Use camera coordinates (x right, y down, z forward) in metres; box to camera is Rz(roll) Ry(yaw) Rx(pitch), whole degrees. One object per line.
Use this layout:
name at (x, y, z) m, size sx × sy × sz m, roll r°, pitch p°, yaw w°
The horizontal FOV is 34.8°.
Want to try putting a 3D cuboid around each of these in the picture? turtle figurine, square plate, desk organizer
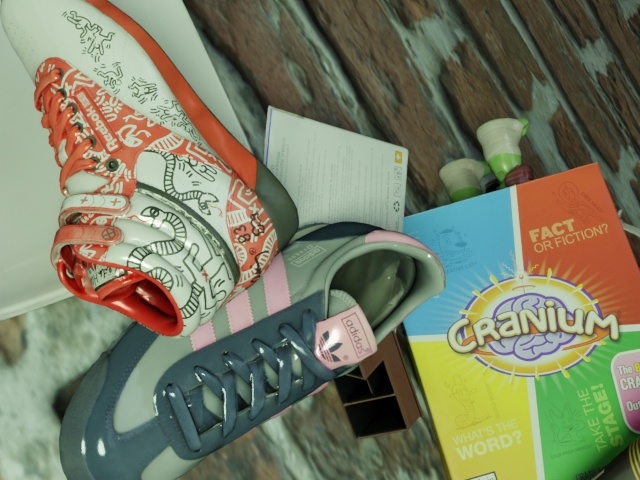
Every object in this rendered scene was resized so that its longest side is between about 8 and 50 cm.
turtle figurine at (0.260, 0.003, 1.179) m, size 0.198 × 0.275 × 0.266 m, roll 70°, pitch 3°, yaw -66°
square plate at (-0.207, -0.127, 0.788) m, size 0.344 × 0.049 × 0.347 m, roll -20°, pitch 83°, yaw -55°
desk organizer at (0.043, 0.117, 0.893) m, size 0.050 × 0.047 × 0.130 m, roll -43°, pitch 127°, yaw -36°

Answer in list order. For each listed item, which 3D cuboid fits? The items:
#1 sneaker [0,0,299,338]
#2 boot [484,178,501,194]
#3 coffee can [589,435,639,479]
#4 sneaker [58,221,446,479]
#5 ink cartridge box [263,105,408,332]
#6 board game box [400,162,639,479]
sneaker at (-0.149, -0.056, 0.689) m, size 0.270 × 0.090 × 0.145 m, roll 45°, pitch 53°, yaw -4°
boot at (0.270, 0.016, 1.298) m, size 0.106 × 0.082 × 0.219 m, roll 13°, pitch 52°, yaw -29°
coffee can at (0.336, 0.222, 0.812) m, size 0.201 × 0.275 × 0.201 m, roll 36°, pitch 20°, yaw -16°
sneaker at (-0.038, 0.075, 0.731) m, size 0.319 × 0.131 × 0.112 m, roll -39°, pitch 117°, yaw -36°
ink cartridge box at (0.000, 0.000, 0.904) m, size 0.208 × 0.045 × 0.206 m, roll 10°, pitch 84°, yaw -52°
board game box at (0.209, 0.105, 1.007) m, size 0.064 × 0.242 × 0.316 m, roll 77°, pitch -4°, yaw -72°
